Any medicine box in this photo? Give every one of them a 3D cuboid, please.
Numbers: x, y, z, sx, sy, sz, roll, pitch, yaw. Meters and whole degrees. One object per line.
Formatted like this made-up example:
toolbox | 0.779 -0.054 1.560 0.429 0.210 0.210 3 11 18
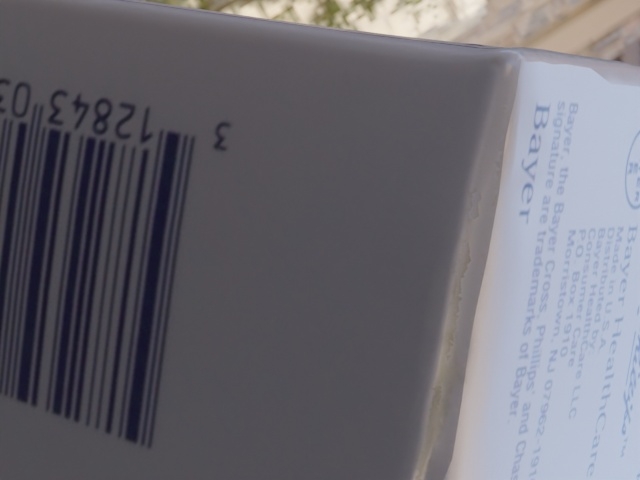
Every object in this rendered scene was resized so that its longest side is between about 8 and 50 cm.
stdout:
medicine box | 0.000 0.000 0.495 0.263 0.149 0.289 13 8 32
